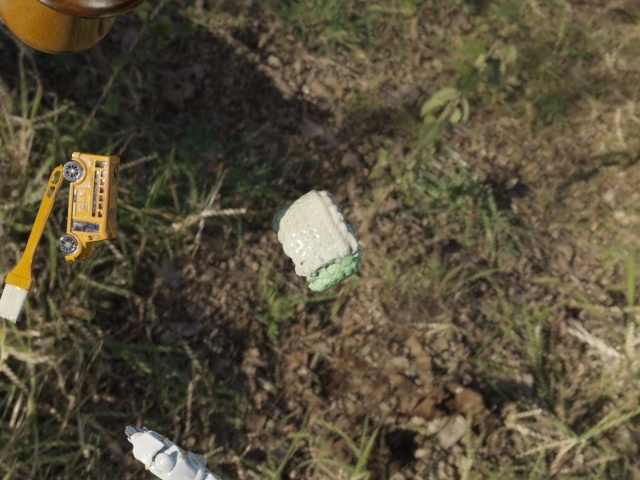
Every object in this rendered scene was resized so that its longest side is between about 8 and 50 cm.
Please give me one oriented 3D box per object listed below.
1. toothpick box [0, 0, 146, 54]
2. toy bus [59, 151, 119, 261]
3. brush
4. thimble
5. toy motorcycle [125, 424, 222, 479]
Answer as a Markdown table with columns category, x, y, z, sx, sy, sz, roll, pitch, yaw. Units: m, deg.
| category | x | y | z | sx | sy | sz | roll | pitch | yaw |
| --- | --- | --- | --- | --- | --- | --- | --- | --- | --- |
| toothpick box | -0.287 | -0.323 | 1.054 | 0.192 | 0.294 | 0.192 | 3 | 82 | -23 |
| toy bus | -0.407 | -0.058 | 1.617 | 0.088 | 0.195 | 0.083 | 5 | 6 | 3 |
| brush | -0.551 | 0.002 | 1.751 | 0.090 | 0.314 | 0.017 | 12 | -9 | 43 |
| thimble | 0.000 | 0.000 | 2.030 | 0.219 | 0.150 | 0.219 | 59 | 5 | -9 |
| toy motorcycle | -0.261 | 0.404 | 1.642 | 0.228 | 0.151 | 0.074 | 36 | 79 | -1 |
